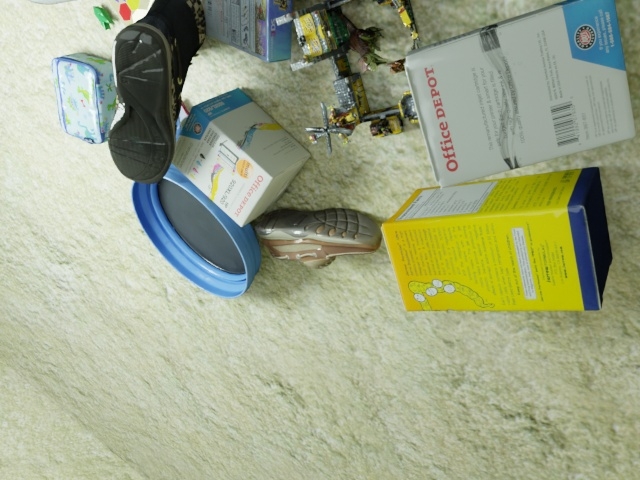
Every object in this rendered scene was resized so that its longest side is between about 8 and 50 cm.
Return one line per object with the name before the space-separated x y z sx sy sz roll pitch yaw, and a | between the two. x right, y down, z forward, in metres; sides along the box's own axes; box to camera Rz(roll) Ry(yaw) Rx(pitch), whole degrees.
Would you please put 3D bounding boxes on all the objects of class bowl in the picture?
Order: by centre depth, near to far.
bowl | -0.310 -0.024 1.501 0.391 0.077 0.391 27 143 23

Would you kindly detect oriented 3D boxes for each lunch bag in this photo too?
lunch bag | -0.612 -0.369 1.552 0.176 0.090 0.218 22 124 23

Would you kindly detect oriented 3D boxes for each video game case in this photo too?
video game case | -0.143 -0.507 1.144 0.244 0.061 0.269 37 134 42

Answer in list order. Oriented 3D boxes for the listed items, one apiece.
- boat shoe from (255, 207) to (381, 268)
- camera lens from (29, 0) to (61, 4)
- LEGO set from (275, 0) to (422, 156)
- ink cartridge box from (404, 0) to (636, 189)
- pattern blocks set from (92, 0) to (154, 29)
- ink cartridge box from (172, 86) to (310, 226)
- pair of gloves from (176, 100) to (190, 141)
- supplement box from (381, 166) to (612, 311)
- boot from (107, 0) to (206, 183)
boat shoe | 0.000 0.000 1.367 0.325 0.123 0.116 7 126 36
camera lens | -0.559 -0.623 1.258 0.274 0.219 0.219 16 124 43
LEGO set | 0.067 -0.324 1.086 0.255 0.192 0.331 2 117 31
ink cartridge box | 0.313 -0.240 0.963 0.308 0.129 0.223 -14 109 15
pattern blocks set | -0.403 -0.556 1.352 0.325 0.026 0.285 -18 102 38
ink cartridge box | -0.180 -0.186 1.331 0.233 0.168 0.171 42 129 4
pair of gloves | -0.400 -0.335 1.481 0.159 0.023 0.198 -28 98 41
supplement box | 0.328 0.004 1.107 0.357 0.194 0.195 -4 113 34
boot | -0.338 -0.331 1.249 0.138 0.284 0.377 12 137 -3
